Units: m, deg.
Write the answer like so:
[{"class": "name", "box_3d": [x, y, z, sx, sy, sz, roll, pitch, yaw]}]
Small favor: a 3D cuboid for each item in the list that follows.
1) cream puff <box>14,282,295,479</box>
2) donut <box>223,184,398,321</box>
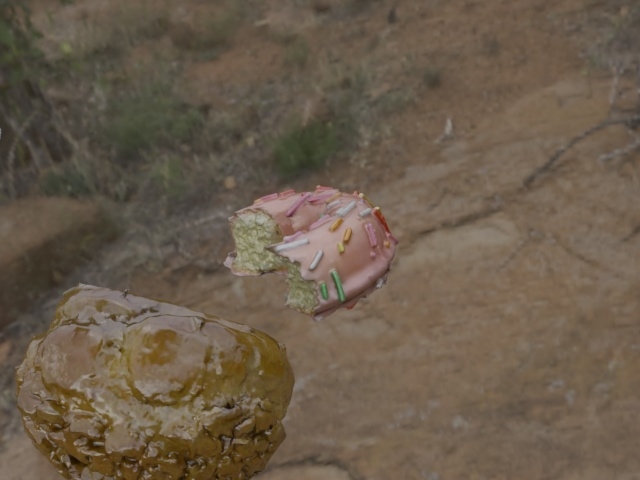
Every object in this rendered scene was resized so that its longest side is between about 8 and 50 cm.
[{"class": "cream puff", "box_3d": [-0.096, 0.094, 0.637, 0.165, 0.150, 0.115, 1, 71, 39]}, {"class": "donut", "box_3d": [0.000, 0.000, 0.845, 0.117, 0.065, 0.166, -22, 23, -22]}]
